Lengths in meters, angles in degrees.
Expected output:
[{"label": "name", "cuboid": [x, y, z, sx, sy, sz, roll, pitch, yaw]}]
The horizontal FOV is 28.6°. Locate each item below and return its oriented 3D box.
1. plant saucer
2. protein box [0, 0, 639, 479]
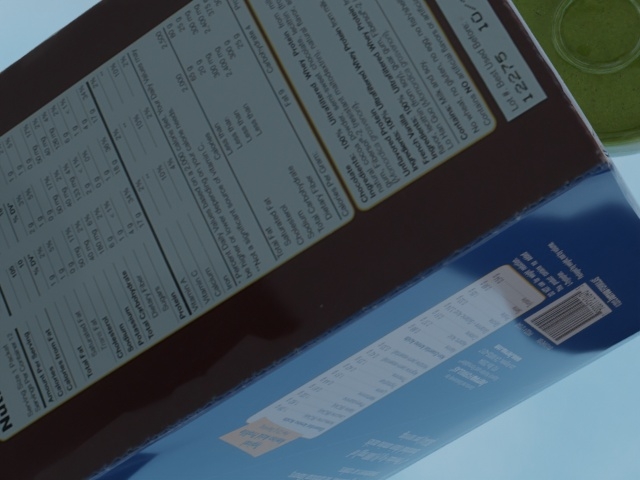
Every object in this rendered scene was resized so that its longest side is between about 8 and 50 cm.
[{"label": "plant saucer", "cuboid": [0.200, -0.158, 0.897, 0.240, 0.241, 0.037, 4, -147, 10]}, {"label": "protein box", "cuboid": [0.000, 0.000, 0.446, 0.201, 0.200, 0.136, -32, -113, 13]}]
